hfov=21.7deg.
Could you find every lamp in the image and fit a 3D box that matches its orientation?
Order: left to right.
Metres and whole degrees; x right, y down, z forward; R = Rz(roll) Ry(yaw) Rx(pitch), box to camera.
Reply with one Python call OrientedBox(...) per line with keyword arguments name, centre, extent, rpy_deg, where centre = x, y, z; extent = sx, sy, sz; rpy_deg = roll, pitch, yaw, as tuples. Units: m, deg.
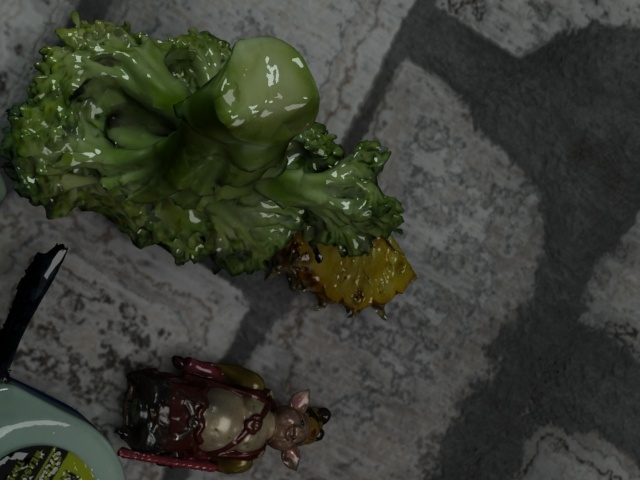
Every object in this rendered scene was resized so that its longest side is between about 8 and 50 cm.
OrientedBox(name="lamp", centre=(-0.087, 0.192, 1.756), extent=(0.253, 0.118, 0.118), rpy_deg=(13, 93, -26))

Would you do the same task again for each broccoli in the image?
OrientedBox(name="broccoli", centre=(-0.135, -0.101, 1.543), extent=(0.353, 0.397, 0.275), rpy_deg=(-12, 84, 13))

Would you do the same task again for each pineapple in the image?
OrientedBox(name="pineapple", centre=(0.000, 0.000, 1.783), extent=(0.135, 0.079, 0.233), rpy_deg=(-38, 113, -13))

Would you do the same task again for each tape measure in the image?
OrientedBox(name="tape measure", centre=(-0.274, 0.193, 1.670), extent=(0.215, 0.098, 0.351), rpy_deg=(30, 88, -25))

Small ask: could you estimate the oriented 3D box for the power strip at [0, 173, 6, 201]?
OrientedBox(name="power strip", centre=(-0.463, 0.023, 1.492), extent=(0.385, 0.091, 0.062), rpy_deg=(-34, 152, -10))
